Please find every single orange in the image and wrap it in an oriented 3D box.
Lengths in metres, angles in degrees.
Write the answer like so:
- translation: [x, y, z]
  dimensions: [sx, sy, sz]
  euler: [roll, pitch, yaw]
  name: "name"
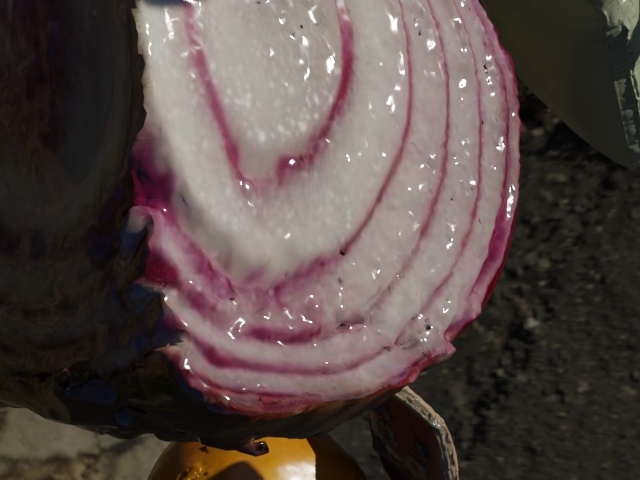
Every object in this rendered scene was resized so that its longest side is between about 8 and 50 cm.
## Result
- translation: [-0.065, 0.288, 1.469]
  dimensions: [0.246, 0.246, 0.246]
  euler: [1, 83, -13]
  name: "orange"

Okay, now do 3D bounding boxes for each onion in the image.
- translation: [-0.053, -0.037, 0.534]
  dimensions: [0.206, 0.207, 0.216]
  euler: [4, 84, -48]
  name: "onion"

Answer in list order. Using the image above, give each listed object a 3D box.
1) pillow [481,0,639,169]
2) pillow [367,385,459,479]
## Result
- translation: [0.275, -0.237, 1.651]
  dimensions: [0.119, 0.322, 0.255]
  euler: [-39, 57, -4]
  name: "pillow"
- translation: [0.094, 0.229, 1.456]
  dimensions: [0.043, 0.126, 0.233]
  euler: [-28, 130, -22]
  name: "pillow"
